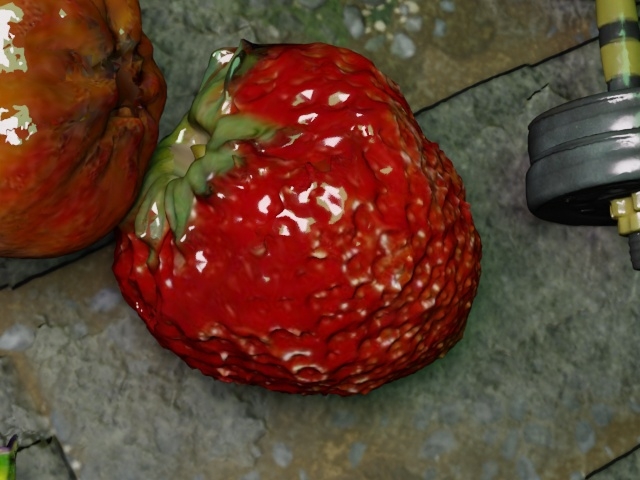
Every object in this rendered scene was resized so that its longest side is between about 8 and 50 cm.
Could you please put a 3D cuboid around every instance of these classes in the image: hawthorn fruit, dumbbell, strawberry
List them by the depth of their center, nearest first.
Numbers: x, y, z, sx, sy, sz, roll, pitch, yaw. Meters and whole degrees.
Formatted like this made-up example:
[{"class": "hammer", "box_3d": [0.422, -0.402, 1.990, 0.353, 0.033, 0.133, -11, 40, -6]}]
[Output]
[{"class": "hawthorn fruit", "box_3d": [-0.238, -0.088, 1.020, 0.260, 0.224, 0.224, -12, 77, 22]}, {"class": "strawberry", "box_3d": [0.000, 0.000, 1.101, 0.277, 0.257, 0.257, 31, 69, -28]}, {"class": "dumbbell", "box_3d": [0.243, -0.166, 1.232, 0.185, 0.185, 0.388, 0, 77, -15]}]

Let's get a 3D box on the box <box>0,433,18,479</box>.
[{"class": "box", "box_3d": [-0.377, 0.159, 1.008, 0.345, 0.134, 0.097, 9, 74, -12]}]
